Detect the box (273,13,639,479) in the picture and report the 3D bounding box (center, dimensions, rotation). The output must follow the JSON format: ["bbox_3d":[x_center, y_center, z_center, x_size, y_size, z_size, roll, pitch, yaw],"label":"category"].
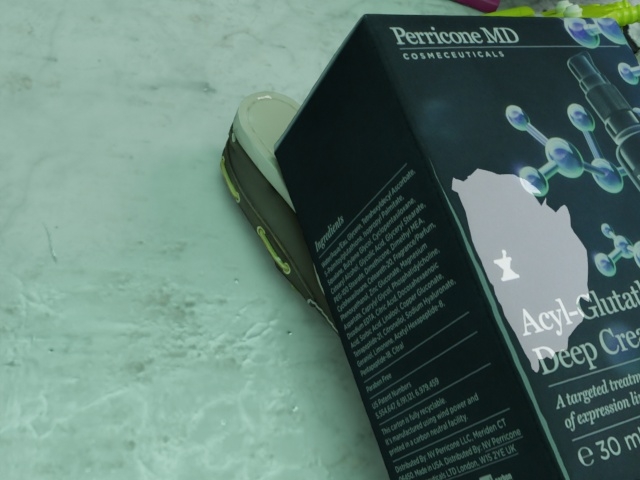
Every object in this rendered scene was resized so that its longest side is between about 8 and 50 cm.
[{"bbox_3d":[0.178,0.021,0.697,0.294,0.212,0.395,-9,68,-30],"label":"box"}]

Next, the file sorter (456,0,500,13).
[{"bbox_3d":[0.191,-0.491,1.035,0.202,0.182,0.290,19,63,-4],"label":"file sorter"}]

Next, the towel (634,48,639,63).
[{"bbox_3d":[0.502,-0.206,1.047,0.187,0.049,0.282,42,63,11],"label":"towel"}]

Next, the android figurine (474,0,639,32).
[{"bbox_3d":[0.221,-0.227,0.904,0.273,0.248,0.056,-10,109,13],"label":"android figurine"}]

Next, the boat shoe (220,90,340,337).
[{"bbox_3d":[0.000,0.000,0.816,0.117,0.096,0.324,-23,73,-37],"label":"boat shoe"}]
